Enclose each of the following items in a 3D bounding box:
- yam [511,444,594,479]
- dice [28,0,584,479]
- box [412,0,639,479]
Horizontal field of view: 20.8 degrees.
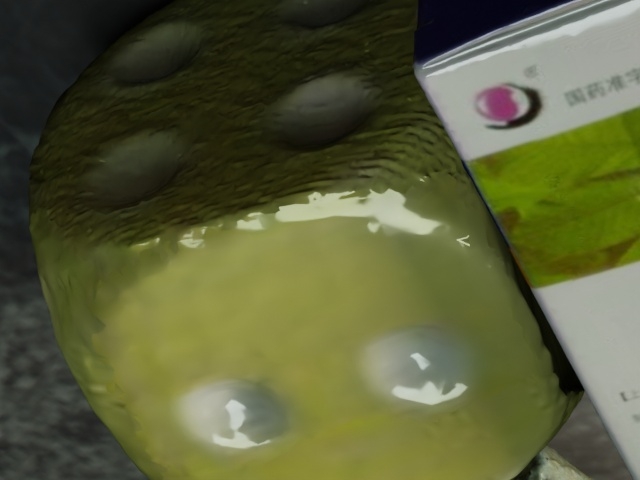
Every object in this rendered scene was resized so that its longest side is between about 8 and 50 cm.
[{"bbox_3d":[0.161,0.198,0.893,0.093,0.093,0.259,-34,121,28],"label":"yam"},{"bbox_3d":[0.000,0.000,0.679,0.169,0.166,0.169,-15,128,16],"label":"dice"},{"bbox_3d":[0.138,-0.024,0.628,0.106,0.200,0.299,-19,127,20],"label":"box"}]
